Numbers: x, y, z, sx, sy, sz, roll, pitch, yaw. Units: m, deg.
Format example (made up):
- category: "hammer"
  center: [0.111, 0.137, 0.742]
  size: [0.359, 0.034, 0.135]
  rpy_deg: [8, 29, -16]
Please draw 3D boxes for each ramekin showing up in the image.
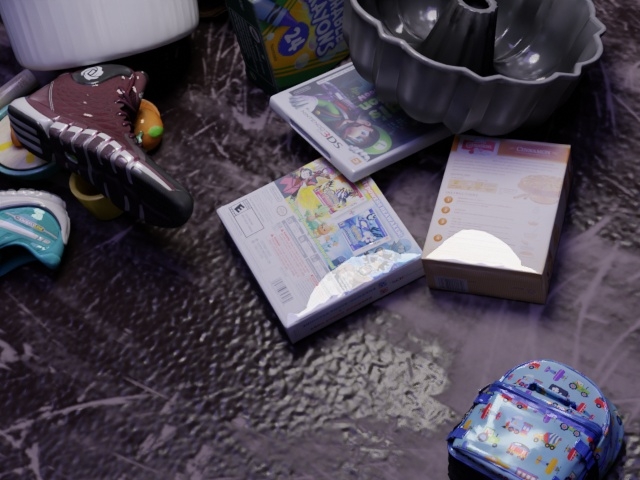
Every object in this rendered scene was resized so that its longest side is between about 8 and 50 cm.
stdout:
- category: "ramekin"
  center: [-0.293, -0.319, 1.857]
  size: [0.277, 0.135, 0.277]
  rpy_deg: [-11, 18, 3]

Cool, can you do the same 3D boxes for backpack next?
- category: "backpack"
  center: [0.233, 0.200, 1.471]
  size: [0.158, 0.117, 0.173]
  rpy_deg: [29, 64, 27]

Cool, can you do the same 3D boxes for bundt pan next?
- category: "bundt pan"
  center: [0.174, -0.247, 1.732]
  size: [0.330, 0.124, 0.331]
  rpy_deg: [10, 42, -9]

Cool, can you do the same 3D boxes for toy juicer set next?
- category: "toy juicer set"
  center: [-0.360, -0.164, 1.861]
  size: [0.329, 0.089, 0.209]
  rpy_deg: [19, 62, 24]

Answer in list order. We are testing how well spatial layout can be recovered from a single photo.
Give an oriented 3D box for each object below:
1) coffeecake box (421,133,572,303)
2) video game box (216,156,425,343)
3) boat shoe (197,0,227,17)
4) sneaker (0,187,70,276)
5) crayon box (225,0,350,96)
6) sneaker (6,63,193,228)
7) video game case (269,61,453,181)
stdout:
- category: "coffeecake box"
  center: [0.211, -0.029, 1.658]
  size: [0.142, 0.068, 0.185]
  rpy_deg: [7, 58, 18]
- category: "video game box"
  center: [0.000, 0.000, 1.698]
  size: [0.187, 0.048, 0.205]
  rpy_deg: [-28, 55, -6]
- category: "boat shoe"
  center: [-0.110, -0.363, 1.873]
  size: [0.095, 0.257, 0.095]
  rpy_deg: [33, 66, -12]
- category: "sneaker"
  center: [-0.450, 0.005, 1.763]
  size: [0.275, 0.107, 0.110]
  rpy_deg: [-8, 69, 10]
- category: "crayon box"
  center: [0.030, -0.351, 1.833]
  size: [0.323, 0.203, 0.083]
  rpy_deg: [-40, 59, -15]
- category: "sneaker"
  center: [-0.238, -0.140, 1.737]
  size: [0.281, 0.106, 0.162]
  rpy_deg: [31, 59, 18]
- category: "video game case"
  center: [0.061, -0.163, 1.778]
  size: [0.190, 0.022, 0.173]
  rpy_deg: [-26, 53, -28]
